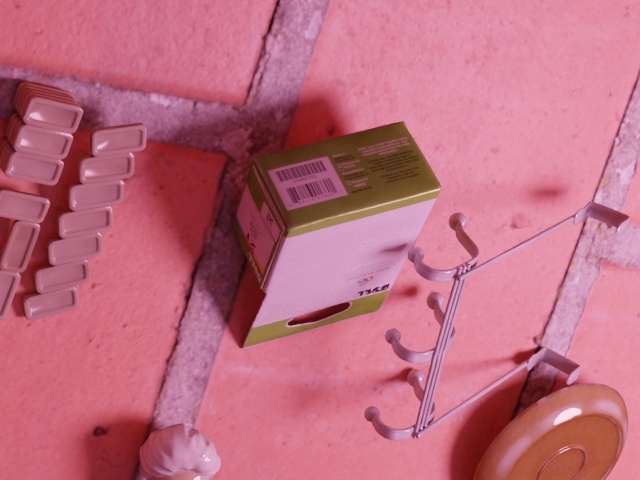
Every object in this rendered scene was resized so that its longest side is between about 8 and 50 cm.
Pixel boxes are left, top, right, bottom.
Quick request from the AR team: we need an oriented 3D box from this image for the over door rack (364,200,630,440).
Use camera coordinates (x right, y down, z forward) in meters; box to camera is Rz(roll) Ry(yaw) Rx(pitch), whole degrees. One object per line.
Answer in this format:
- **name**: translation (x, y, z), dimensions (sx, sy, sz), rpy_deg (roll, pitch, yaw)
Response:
- **over door rack**: translation (0.195, 0.084, 1.983), dimensions (0.324, 0.108, 0.240), rpy_deg (-14, 129, -39)

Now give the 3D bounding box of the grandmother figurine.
- **grandmother figurine**: translation (-0.167, 0.359, 1.912), dimensions (0.207, 0.104, 0.342), rpy_deg (-11, 120, -35)

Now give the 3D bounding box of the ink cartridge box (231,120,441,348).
- **ink cartridge box**: translation (0.000, 0.000, 1.857), dimensions (0.188, 0.097, 0.255), rpy_deg (-15, 152, -24)

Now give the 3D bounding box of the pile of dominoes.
- **pile of dominoes**: translation (-0.302, -0.034, 1.706), dimensions (0.196, 0.040, 0.251), rpy_deg (10, 114, -34)

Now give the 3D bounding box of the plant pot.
- **plant pot**: translation (0.300, 0.282, 2.151), dimensions (0.236, 0.032, 0.236), rpy_deg (-20, 135, -22)
